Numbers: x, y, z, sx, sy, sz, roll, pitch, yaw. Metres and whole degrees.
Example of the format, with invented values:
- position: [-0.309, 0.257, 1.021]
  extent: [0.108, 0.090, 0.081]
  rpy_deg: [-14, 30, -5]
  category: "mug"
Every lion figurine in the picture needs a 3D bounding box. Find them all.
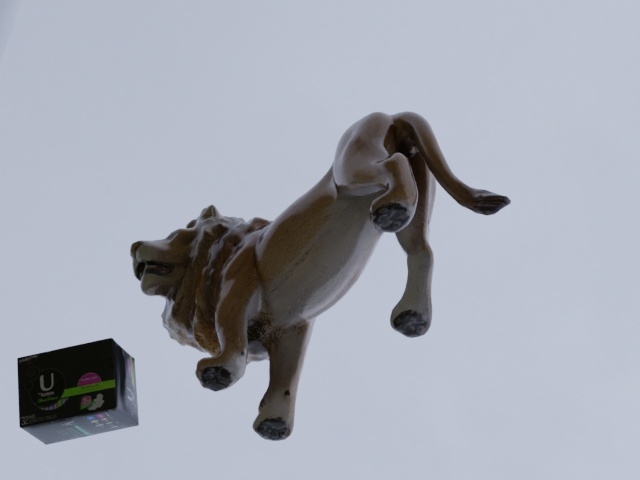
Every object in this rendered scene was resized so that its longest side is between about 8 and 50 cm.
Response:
- position: [0.000, 0.000, 1.251]
  extent: [0.392, 0.142, 0.240]
  rpy_deg: [-34, -149, 30]
  category: "lion figurine"

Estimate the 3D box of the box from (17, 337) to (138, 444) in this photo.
- position: [-0.194, 0.122, 1.235]
  extent: [0.083, 0.052, 0.062]
  rpy_deg: [-13, -116, 11]
  category: "box"

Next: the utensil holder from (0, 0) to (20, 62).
- position: [-0.309, -0.032, 0.604]
  extent: [0.327, 0.328, 0.385]
  rpy_deg: [-14, -141, 23]
  category: "utensil holder"
